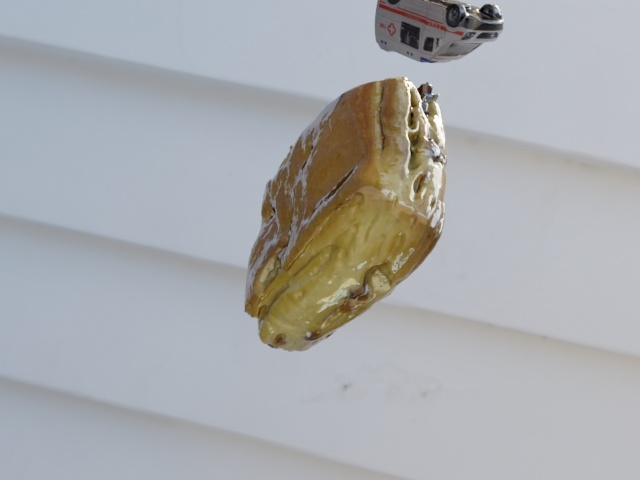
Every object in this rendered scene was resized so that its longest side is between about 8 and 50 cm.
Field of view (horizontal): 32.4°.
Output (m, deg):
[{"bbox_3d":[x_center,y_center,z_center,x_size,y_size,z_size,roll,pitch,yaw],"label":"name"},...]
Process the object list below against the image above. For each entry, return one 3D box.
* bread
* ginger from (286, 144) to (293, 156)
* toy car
[{"bbox_3d":[0.016,-0.030,1.004,0.235,0.099,0.210,-42,-150,40],"label":"bread"},{"bbox_3d":[0.000,0.000,1.344,0.294,0.086,0.131,80,31,-50],"label":"ginger"},{"bbox_3d":[0.169,-0.306,1.597,0.089,0.209,0.108,-7,117,-40],"label":"toy car"}]
